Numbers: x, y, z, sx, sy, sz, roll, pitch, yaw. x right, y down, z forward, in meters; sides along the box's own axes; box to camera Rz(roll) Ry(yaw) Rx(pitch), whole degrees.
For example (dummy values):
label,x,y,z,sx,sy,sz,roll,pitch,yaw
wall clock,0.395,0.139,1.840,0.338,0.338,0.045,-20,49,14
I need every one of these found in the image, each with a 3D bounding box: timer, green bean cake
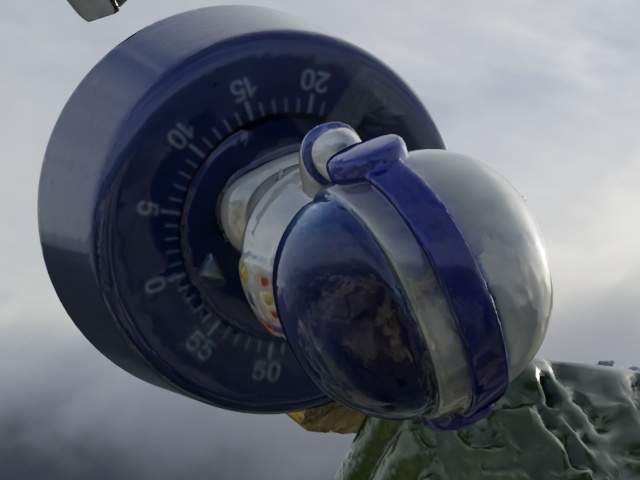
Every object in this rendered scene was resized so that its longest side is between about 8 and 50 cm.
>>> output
label,x,y,z,sx,sy,sz,roll,pitch,yaw
timer,0.000,0.000,0.816,0.270,0.270,0.383,14,3,-22
green bean cake,0.205,0.257,1.234,0.319,0.335,0.218,1,-51,-28

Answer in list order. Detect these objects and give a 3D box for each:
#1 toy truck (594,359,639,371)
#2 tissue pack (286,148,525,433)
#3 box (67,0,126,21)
label,x,y,z,sx,sy,sz,roll,pitch,yaw
toy truck,0.386,0.294,1.642,0.178,0.176,0.363,10,31,-25
tissue pack,-0.028,-0.022,1.476,0.382,0.293,0.228,36,13,35
box,-0.196,-0.225,1.159,0.091,0.031,0.126,51,-14,-16
